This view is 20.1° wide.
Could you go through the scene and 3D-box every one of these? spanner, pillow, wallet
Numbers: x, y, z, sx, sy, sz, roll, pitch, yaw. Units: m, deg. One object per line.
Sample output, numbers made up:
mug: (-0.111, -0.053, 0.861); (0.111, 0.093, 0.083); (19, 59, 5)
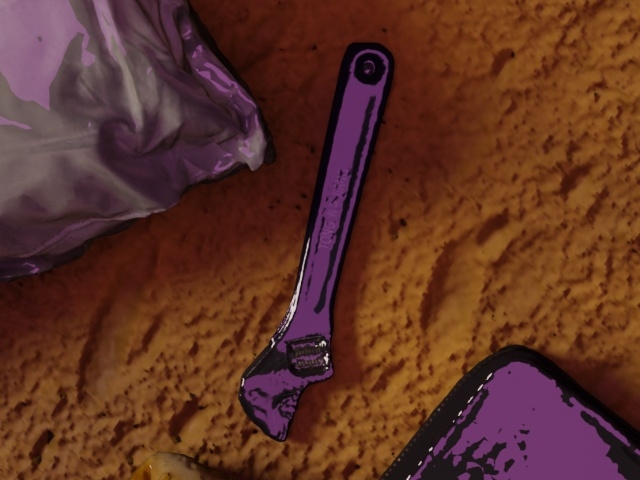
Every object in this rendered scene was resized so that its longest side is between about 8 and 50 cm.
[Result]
spanner: (0.000, 0.000, 0.917); (0.046, 0.012, 0.208); (14, 91, 6)
pillow: (-0.212, -0.112, 0.876); (0.283, 0.138, 0.310); (-28, 90, 5)
wallet: (0.070, 0.182, 0.894); (0.149, 0.044, 0.250); (41, 94, 8)

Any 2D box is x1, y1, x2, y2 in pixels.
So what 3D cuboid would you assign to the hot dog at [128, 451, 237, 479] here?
hot dog: (-0.007, 0.173, 0.852); (0.242, 0.073, 0.084); (23, 87, 25)
